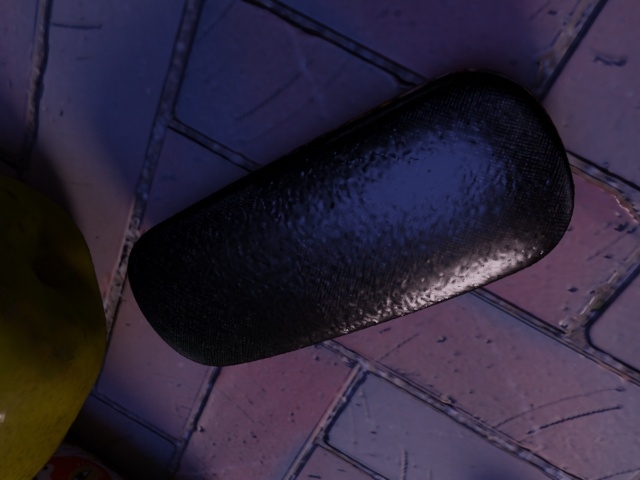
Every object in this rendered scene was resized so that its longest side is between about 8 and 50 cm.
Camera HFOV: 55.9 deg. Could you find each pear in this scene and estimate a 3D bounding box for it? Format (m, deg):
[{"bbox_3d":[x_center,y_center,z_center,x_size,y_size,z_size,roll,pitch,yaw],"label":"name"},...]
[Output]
[{"bbox_3d":[-0.321,0.077,0.451,0.295,0.294,0.294,9,119,17],"label":"pear"}]

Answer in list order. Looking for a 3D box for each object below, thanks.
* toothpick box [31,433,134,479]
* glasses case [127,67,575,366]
[{"bbox_3d":[-0.270,0.320,0.608,0.333,0.204,0.204,35,123,1],"label":"toothpick box"},{"bbox_3d":[0.000,0.000,0.403,0.321,0.082,0.122,-23,108,28],"label":"glasses case"}]
